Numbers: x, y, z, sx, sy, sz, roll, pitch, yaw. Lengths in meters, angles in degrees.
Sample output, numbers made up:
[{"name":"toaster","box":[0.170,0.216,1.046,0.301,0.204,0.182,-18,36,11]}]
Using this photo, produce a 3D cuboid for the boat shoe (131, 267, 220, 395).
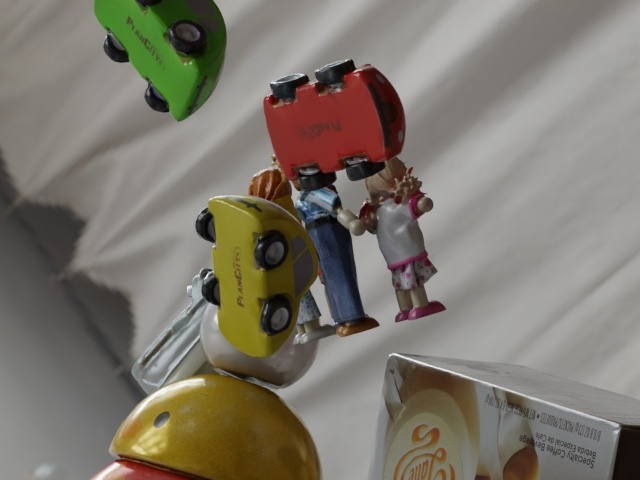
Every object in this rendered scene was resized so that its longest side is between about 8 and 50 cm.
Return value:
[{"name":"boat shoe","box":[-0.107,0.068,1.957,0.081,0.227,0.079,37,173,21]}]

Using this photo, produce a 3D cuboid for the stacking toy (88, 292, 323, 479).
[{"name":"stacking toy","box":[-0.113,0.251,1.833,0.350,0.350,0.480,27,-107,-39]}]

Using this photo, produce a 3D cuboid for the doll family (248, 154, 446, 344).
[{"name":"doll family","box":[0.000,0.000,1.622,0.118,0.263,0.163,-16,-90,-21]}]

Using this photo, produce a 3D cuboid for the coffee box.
[{"name":"coffee box","box":[0.120,0.148,1.024,0.098,0.141,0.246,8,-177,-25]}]

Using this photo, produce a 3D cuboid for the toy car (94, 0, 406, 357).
[{"name":"toy car","box":[-0.048,-0.076,1.096,0.053,0.239,0.225,-24,-114,-36]}]
